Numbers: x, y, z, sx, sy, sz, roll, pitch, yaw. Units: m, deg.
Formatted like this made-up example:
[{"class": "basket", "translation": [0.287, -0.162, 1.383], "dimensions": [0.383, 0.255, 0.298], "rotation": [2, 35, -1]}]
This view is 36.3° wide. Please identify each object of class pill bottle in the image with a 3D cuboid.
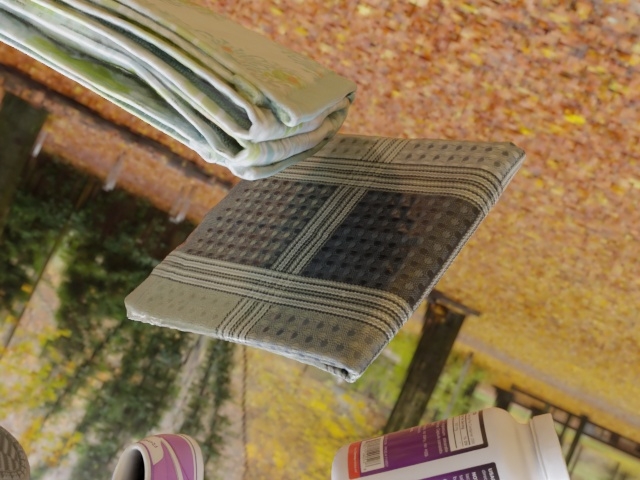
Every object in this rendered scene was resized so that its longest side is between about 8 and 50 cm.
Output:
[{"class": "pill bottle", "translation": [0.189, 0.348, 1.399], "dimensions": [0.322, 0.182, 0.181], "rotation": [-16, 164, 11]}]

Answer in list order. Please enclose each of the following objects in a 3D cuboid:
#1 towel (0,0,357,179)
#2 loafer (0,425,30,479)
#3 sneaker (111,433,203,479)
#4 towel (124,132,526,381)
[{"class": "towel", "translation": [-0.136, -0.181, 0.912], "dimensions": [0.320, 0.090, 0.374], "rotation": [31, -166, 4]}, {"class": "loafer", "translation": [-0.421, 0.222, 0.985], "dimensions": [0.251, 0.087, 0.094], "rotation": [18, -153, -27]}, {"class": "sneaker", "translation": [-0.224, 0.405, 1.303], "dimensions": [0.102, 0.282, 0.161], "rotation": [-12, 169, 19]}, {"class": "towel", "translation": [0.000, 0.000, 0.983], "dimensions": [0.324, 0.312, 0.056], "rotation": [10, 139, 41]}]
